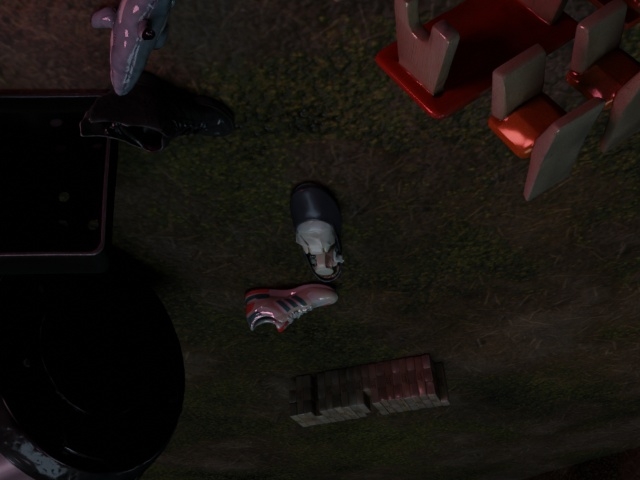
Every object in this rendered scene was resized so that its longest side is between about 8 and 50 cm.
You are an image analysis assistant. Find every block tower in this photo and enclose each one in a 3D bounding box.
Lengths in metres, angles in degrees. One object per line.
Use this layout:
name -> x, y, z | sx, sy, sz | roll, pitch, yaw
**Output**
block tower -> 0.102, 0.326, 1.583 | 0.335, 0.091, 0.097 | -12, 149, 14

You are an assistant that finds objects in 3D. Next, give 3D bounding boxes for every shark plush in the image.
shark plush -> -0.154, -0.205, 0.682 | 0.073, 0.067, 0.161 | 24, 140, -37

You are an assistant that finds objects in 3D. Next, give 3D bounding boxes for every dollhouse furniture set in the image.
dollhouse furniture set -> 0.169, -0.184, 0.590 | 0.259, 0.262, 0.135 | -32, 154, -13

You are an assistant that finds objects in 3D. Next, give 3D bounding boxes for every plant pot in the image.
plant pot -> -0.320, -0.046, 0.843 | 0.188, 0.188, 0.167 | -1, 161, -3

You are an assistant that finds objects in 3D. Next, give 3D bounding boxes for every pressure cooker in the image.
pressure cooker -> -0.459, 0.228, 1.091 | 0.420, 0.376, 0.369 | -26, 149, 27

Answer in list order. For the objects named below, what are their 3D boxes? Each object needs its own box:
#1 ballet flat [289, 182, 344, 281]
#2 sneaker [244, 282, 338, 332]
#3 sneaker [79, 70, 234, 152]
ballet flat -> 0.000, 0.000, 1.042 | 0.074, 0.074, 0.203 | -6, 149, 5
sneaker -> -0.048, 0.119, 1.232 | 0.161, 0.075, 0.057 | -4, 150, 2
sneaker -> -0.170, -0.126, 0.793 | 0.170, 0.089, 0.051 | 21, 142, -34
